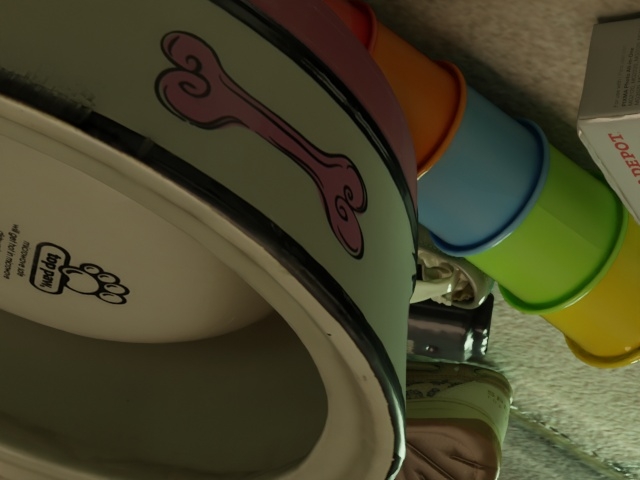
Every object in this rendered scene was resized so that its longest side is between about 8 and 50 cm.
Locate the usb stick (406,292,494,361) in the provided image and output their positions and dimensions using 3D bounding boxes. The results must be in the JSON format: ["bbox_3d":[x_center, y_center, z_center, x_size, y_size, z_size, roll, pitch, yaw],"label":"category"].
[{"bbox_3d":[-0.028,0.035,1.175,0.278,0.045,0.077,8,152,6],"label":"usb stick"}]

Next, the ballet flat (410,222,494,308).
[{"bbox_3d":[0.000,0.000,1.072,0.213,0.068,0.072,8,153,8],"label":"ballet flat"}]

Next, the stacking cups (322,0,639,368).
[{"bbox_3d":[0.069,-0.049,0.950,0.316,0.096,0.096,37,144,-31],"label":"stacking cups"}]

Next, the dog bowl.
[{"bbox_3d":[-0.134,-0.021,0.867,0.408,0.150,0.408,16,150,9],"label":"dog bowl"}]

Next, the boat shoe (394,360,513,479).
[{"bbox_3d":[-0.007,0.129,1.286,0.285,0.089,0.104,4,126,16],"label":"boat shoe"}]

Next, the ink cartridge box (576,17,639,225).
[{"bbox_3d":[0.212,-0.060,0.875,0.150,0.063,0.109,-4,149,29],"label":"ink cartridge box"}]
